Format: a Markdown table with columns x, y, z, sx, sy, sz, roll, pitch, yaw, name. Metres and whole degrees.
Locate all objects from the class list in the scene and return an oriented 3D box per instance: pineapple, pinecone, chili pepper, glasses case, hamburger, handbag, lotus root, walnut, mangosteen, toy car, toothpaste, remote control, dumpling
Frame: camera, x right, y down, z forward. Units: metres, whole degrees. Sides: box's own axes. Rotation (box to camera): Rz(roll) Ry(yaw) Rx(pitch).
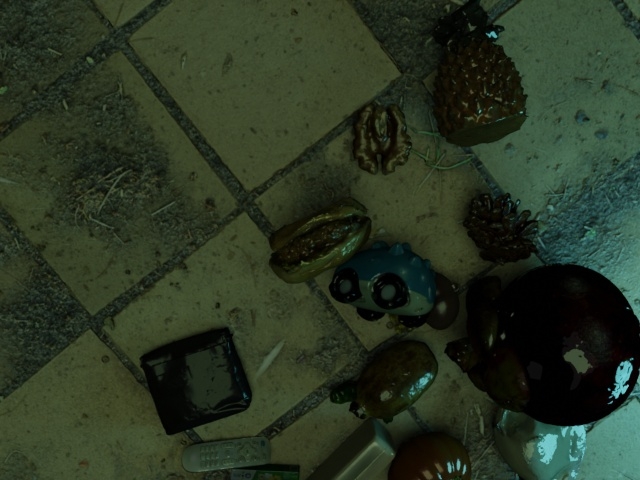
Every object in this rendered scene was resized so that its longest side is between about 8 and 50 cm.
| x | y | z | sx | sy | sz | roll | pitch | yaw | name |
| --- | --- | --- | --- | --- | --- | --- | --- | --- | --- |
| 0.347 | -0.410 | 1.749 | 0.222 | 0.223 | 0.357 | -8 | 81 | 0 | pineapple |
| 0.431 | -0.027 | 1.818 | 0.150 | 0.179 | 0.195 | -36 | 73 | -8 | pinecone |
| 0.112 | 0.405 | 1.942 | 0.182 | 0.050 | 0.073 | 23 | 68 | -11 | chili pepper |
| 0.046 | 0.607 | 1.930 | 0.076 | 0.144 | 0.336 | 43 | 97 | -8 | glasses case |
| -0.001 | 0.000 | 1.756 | 0.259 | 0.283 | 0.145 | -23 | 89 | 12 | hamburger |
| -0.311 | 0.355 | 1.912 | 0.246 | 0.080 | 0.223 | -18 | 99 | 1 | handbag |
| 0.177 | 0.351 | 1.882 | 0.260 | 0.128 | 0.145 | -36 | 80 | -17 | lotus root |
| 0.147 | -0.242 | 1.827 | 0.142 | 0.069 | 0.170 | 1 | 98 | 0 | walnut |
| 0.530 | 0.241 | 1.785 | 0.421 | 0.381 | 0.381 | -4 | 101 | 31 | mangosteen |
| 0.157 | 0.092 | 1.812 | 0.255 | 0.188 | 0.190 | 3 | 70 | 36 | toy car |
| -0.142 | 0.603 | 1.976 | 0.178 | 0.043 | 0.037 | 3 | 102 | -2 | toothpaste |
| -0.243 | 0.557 | 1.964 | 0.229 | 0.044 | 0.073 | -6 | 60 | -4 | remote control |
| 0.547 | 0.507 | 1.935 | 0.204 | 0.163 | 0.293 | -37 | 99 | -30 | dumpling |

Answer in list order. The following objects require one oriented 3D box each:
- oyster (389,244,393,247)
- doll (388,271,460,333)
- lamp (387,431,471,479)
| x | y | z | sx | sy | sz | roll | pitch | yaw | name |
| --- | --- | --- | --- | --- | --- | --- | --- | --- | --- |
| 0.179 | 0.035 | 1.899 | 0.083 | 0.019 | 0.054 | -17 | 109 | 7 | oyster |
| 0.258 | 0.153 | 1.892 | 0.188 | 0.096 | 0.145 | -9 | 81 | 27 | doll |
| 0.273 | 0.583 | 1.906 | 0.223 | 0.196 | 0.223 | -17 | 128 | -23 | lamp |
